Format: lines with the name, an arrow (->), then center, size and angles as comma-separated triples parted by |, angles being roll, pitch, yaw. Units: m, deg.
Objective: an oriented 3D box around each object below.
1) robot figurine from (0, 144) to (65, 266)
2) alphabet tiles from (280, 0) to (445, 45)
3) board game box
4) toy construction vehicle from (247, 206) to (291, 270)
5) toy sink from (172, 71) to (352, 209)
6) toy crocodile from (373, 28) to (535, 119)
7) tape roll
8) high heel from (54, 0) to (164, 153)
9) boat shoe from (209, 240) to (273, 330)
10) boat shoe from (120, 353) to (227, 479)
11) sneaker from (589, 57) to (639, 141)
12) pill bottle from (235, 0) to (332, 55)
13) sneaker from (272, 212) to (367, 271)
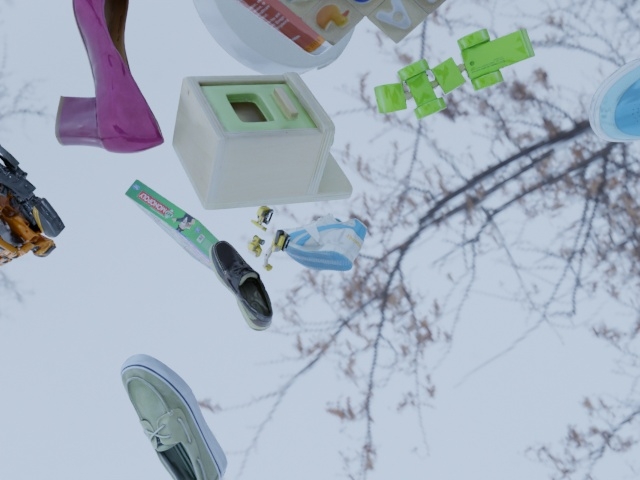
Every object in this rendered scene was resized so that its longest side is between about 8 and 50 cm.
robot figurine -> -0.433, -0.074, 1.100 | 0.211, 0.291, 0.085 | -17, -148, 55
alphabet tiles -> 0.034, -0.386, 1.084 | 0.285, 0.342, 0.011 | -39, -149, 26
board game box -> -0.276, 0.000, 2.086 | 0.213, 0.317, 0.046 | 33, -101, 34
toy construction vehicle -> -0.102, -0.005, 1.721 | 0.086, 0.035, 0.098 | 37, -67, 30
toy sink -> -0.068, -0.145, 1.320 | 0.234, 0.131, 0.153 | -5, -137, -26
toy crocodile -> 0.271, -0.341, 1.937 | 0.340, 0.115, 0.105 | -24, -176, 10
tape roll -> -0.089, -0.525, 1.918 | 0.072, 0.392, 0.392 | -14, -146, 51
high heel -> -0.313, -0.321, 1.548 | 0.181, 0.127, 0.377 | 4, -99, 13
boat shoe -> -0.111, 0.059, 1.395 | 0.056, 0.152, 0.049 | -27, 167, -34
boat shoe -> -0.269, 0.343, 1.720 | 0.109, 0.302, 0.094 | -23, -160, 26
sneaker -> 0.576, -0.221, 1.393 | 0.319, 0.127, 0.208 | -20, -165, -13
pill bottle -> -0.058, -0.345, 1.217 | 0.121, 0.216, 0.121 | -46, -155, 28
sneaker -> 0.000, 0.000, 1.800 | 0.229, 0.087, 0.092 | 7, -120, 49
